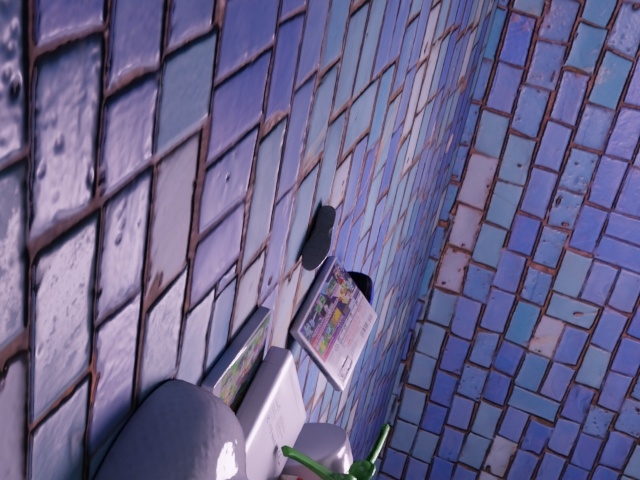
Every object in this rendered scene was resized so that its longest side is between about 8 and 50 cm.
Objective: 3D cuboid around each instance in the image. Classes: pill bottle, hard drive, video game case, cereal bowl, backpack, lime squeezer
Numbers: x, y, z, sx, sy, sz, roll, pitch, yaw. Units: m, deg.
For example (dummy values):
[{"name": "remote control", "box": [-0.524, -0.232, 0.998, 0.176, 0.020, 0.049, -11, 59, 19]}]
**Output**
[{"name": "pill bottle", "box": [-0.009, 0.566, 1.853, 0.224, 0.224, 0.392, -40, 123, -67]}, {"name": "hard drive", "box": [-0.121, 0.377, 1.570, 0.233, 0.047, 0.353, 81, 28, -50]}, {"name": "video game case", "box": [0.029, 0.163, 1.911, 0.183, 0.023, 0.201, 55, 46, -31]}, {"name": "cereal bowl", "box": [-0.183, 0.357, 1.230, 0.339, 0.141, 0.339, 19, 90, -77]}, {"name": "backpack", "box": [0.064, 0.126, 2.071, 0.101, 0.097, 0.120, 66, 31, -86]}, {"name": "video game case", "box": [-0.138, 0.234, 1.508, 0.212, 0.023, 0.193, -54, 159, -54]}, {"name": "lime squeezer", "box": [0.046, 0.403, 1.735, 0.310, 0.110, 0.059, 1, 138, -52]}]

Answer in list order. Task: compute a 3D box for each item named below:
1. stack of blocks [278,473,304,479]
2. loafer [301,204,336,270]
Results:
[{"name": "stack of blocks", "box": [-0.062, 0.568, 1.629, 0.297, 0.171, 0.087, -59, -163, -23]}, {"name": "loafer", "box": [0.000, 0.000, 1.721, 0.039, 0.045, 0.125, 90, 19, -74]}]
